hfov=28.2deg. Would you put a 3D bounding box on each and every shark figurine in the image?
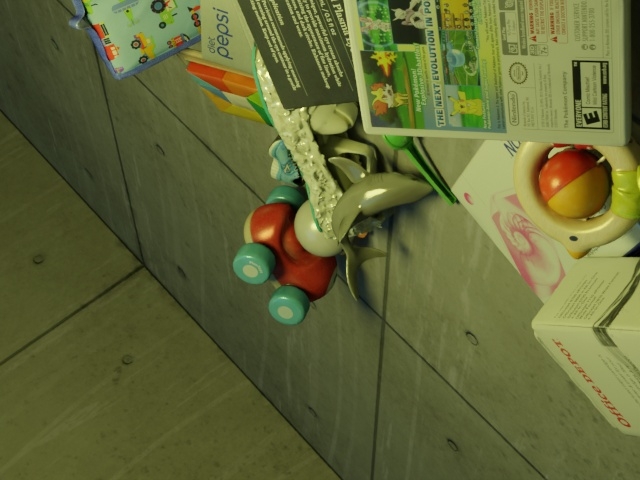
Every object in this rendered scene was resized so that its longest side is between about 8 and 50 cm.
[{"bbox_3d":[0.053,-0.022,2.061,0.166,0.116,0.278,24,142,-4],"label":"shark figurine"}]

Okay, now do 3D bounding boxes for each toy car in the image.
[{"bbox_3d":[0.000,0.000,2.328,0.238,0.219,0.210,-23,116,35],"label":"toy car"}]

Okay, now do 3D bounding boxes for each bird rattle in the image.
[{"bbox_3d":[0.306,-0.087,1.464,0.253,0.143,0.207,46,128,0],"label":"bird rattle"}]

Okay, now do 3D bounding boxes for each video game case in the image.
[{"bbox_3d":[0.169,-0.248,1.321,0.300,0.036,0.329,5,129,20],"label":"video game case"}]

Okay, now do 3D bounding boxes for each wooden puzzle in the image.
[{"bbox_3d":[-0.136,-0.253,2.202,0.238,0.044,0.221,24,168,28],"label":"wooden puzzle"}]

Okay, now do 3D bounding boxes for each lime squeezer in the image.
[{"bbox_3d":[0.131,-0.186,1.914,0.110,0.059,0.310,2,132,24],"label":"lime squeezer"}]

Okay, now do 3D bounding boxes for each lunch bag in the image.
[{"bbox_3d":[-0.277,-0.413,2.073,0.138,0.293,0.221,28,146,49],"label":"lunch bag"}]

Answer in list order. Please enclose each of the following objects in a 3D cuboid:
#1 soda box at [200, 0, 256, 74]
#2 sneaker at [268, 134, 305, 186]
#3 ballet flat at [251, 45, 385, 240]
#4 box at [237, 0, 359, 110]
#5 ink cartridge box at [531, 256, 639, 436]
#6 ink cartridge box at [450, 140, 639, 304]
[{"bbox_3d":[-0.126,-0.399,1.970,0.098,0.091,0.286,19,141,12],"label":"soda box"},{"bbox_3d":[-0.049,-0.153,2.341,0.073,0.063,0.162,31,159,16],"label":"sneaker"},{"bbox_3d":[0.018,-0.171,2.095,0.147,0.147,0.409,31,153,46],"label":"ballet flat"},{"bbox_3d":[0.062,-0.346,1.453,0.312,0.179,0.343,0,127,33],"label":"box"},{"bbox_3d":[0.441,0.136,1.531,0.223,0.129,0.307,48,158,-21],"label":"ink cartridge box"},{"bbox_3d":[0.336,-0.020,1.687,0.330,0.071,0.324,52,159,11],"label":"ink cartridge box"}]
